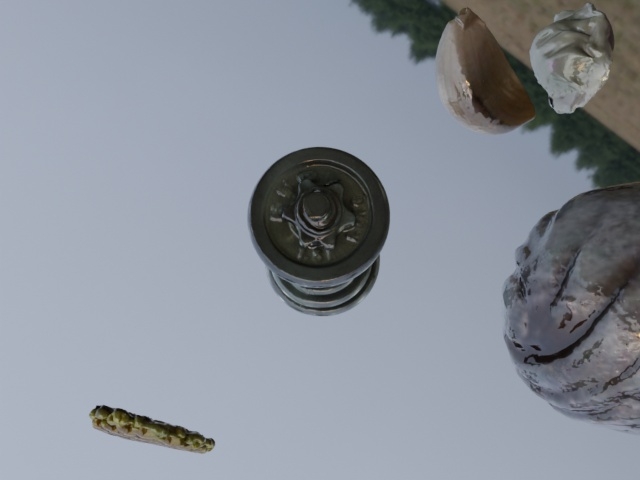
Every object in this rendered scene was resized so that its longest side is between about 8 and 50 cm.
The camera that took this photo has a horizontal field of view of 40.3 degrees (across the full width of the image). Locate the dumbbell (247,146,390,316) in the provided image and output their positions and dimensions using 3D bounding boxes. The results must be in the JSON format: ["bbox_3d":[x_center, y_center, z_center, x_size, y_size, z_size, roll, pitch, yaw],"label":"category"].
[{"bbox_3d":[0.000,0.000,1.190,0.179,0.179,0.406,40,172,8],"label":"dumbbell"}]

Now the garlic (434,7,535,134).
[{"bbox_3d":[0.211,-0.214,1.196,0.195,0.101,0.087,51,173,-24],"label":"garlic"}]

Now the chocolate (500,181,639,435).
[{"bbox_3d":[0.308,0.072,0.961,0.213,0.303,0.303,-4,-161,4],"label":"chocolate"}]

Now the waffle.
[{"bbox_3d":[-0.404,0.450,2.058,0.300,0.058,0.281,13,163,6],"label":"waffle"}]

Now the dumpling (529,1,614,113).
[{"bbox_3d":[0.382,-0.285,1.313,0.108,0.127,0.188,15,-120,-19],"label":"dumpling"}]
